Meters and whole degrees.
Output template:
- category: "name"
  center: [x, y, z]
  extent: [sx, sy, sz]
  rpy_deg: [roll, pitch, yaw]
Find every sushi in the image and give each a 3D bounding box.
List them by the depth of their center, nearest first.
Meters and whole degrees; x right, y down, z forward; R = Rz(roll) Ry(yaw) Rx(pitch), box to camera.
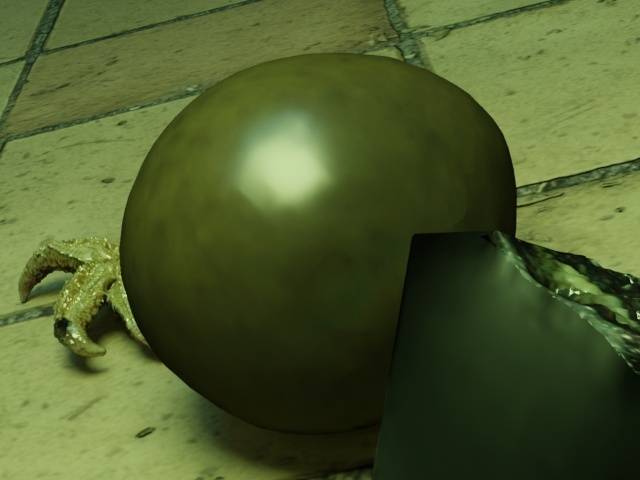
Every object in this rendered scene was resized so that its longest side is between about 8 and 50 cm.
- category: "sushi"
  center: [0.152, 0.116, 0.568]
  extent: [0.212, 0.215, 0.227]
  rpy_deg: [10, -4, -22]

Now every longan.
- category: "longan"
  center: [0.000, 0.000, 0.843]
  extent: [0.258, 0.258, 0.258]
  rpy_deg: [-12, 26, 6]

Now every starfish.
- category: "starfish"
  center: [-0.166, 0.026, 1.081]
  extent: [0.216, 0.071, 0.238]
  rpy_deg: [-4, 21, 9]
